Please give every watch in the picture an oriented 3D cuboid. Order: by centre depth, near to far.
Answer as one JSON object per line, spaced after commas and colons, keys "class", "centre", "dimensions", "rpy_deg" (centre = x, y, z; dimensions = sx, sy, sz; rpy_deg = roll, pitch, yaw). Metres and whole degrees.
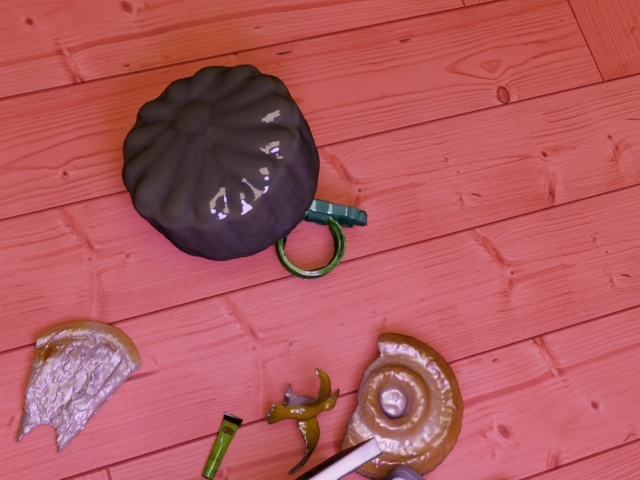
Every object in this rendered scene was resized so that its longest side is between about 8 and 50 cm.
{"class": "watch", "centre": [0.000, 0.000, 1.871], "dimensions": [0.165, 0.131, 0.152], "rpy_deg": [14, 79, -6]}

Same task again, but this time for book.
{"class": "book", "centre": [-0.051, 0.417, 1.572], "dimensions": [0.260, 0.371, 0.043], "rpy_deg": [-29, 78, -19]}

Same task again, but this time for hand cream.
{"class": "hand cream", "centre": [-0.179, 0.371, 1.753], "dimensions": [0.036, 0.023, 0.122], "rpy_deg": [23, 64, 2]}

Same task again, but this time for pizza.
{"class": "pizza", "centre": [-0.452, 0.254, 1.738], "dimensions": [0.181, 0.034, 0.262], "rpy_deg": [33, 68, 1]}

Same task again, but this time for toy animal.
{"class": "toy animal", "centre": [-0.026, 0.293, 1.777], "dimensions": [0.095, 0.219, 0.155], "rpy_deg": [21, 29, 15]}

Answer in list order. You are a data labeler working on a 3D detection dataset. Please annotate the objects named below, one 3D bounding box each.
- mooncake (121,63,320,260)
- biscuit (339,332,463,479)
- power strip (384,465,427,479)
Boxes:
{"class": "mooncake", "centre": [-0.186, -0.151, 1.796], "dimensions": [0.356, 0.194, 0.356], "rpy_deg": [-5, 65, 12]}
{"class": "biscuit", "centre": [0.161, 0.313, 1.801], "dimensions": [0.213, 0.091, 0.274], "rpy_deg": [16, 66, -2]}
{"class": "power strip", "centre": [0.095, 0.511, 1.684], "dimensions": [0.229, 0.141, 0.261], "rpy_deg": [36, 97, 4]}
